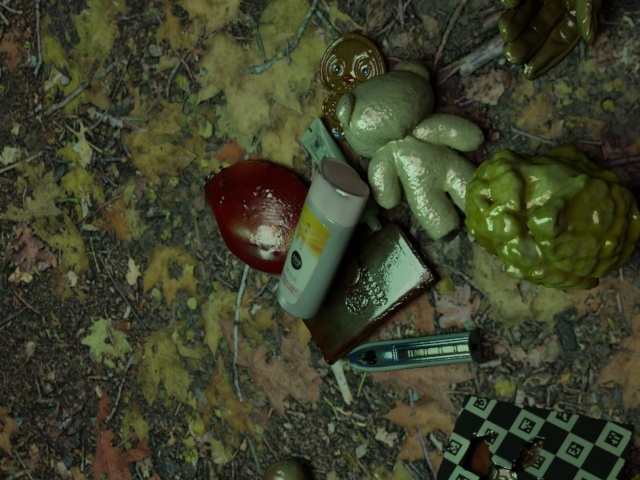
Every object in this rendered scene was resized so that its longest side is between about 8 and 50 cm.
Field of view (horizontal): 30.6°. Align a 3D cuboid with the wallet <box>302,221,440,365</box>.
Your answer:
[{"bbox_3d":[0.068,0.083,1.928,0.255,0.031,0.137,-42,71,26],"label":"wallet"}]

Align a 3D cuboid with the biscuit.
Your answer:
[{"bbox_3d":[0.052,-0.248,1.896,0.124,0.026,0.175,7,100,31],"label":"biscuit"}]

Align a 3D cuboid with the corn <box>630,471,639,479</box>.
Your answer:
[{"bbox_3d":[0.494,0.361,1.670,0.102,0.102,0.313,46,117,18],"label":"corn"}]

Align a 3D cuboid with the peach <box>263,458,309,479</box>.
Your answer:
[{"bbox_3d":[-0.059,0.419,2.025,0.083,0.083,0.083,5,99,31],"label":"peach"}]

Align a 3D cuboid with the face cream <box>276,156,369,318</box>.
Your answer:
[{"bbox_3d":[0.000,0.000,1.869,0.107,0.073,0.269,48,134,31],"label":"face cream"}]

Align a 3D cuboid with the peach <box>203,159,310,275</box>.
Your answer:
[{"bbox_3d":[-0.112,-0.043,2.002,0.279,0.068,0.189,26,108,26],"label":"peach"}]

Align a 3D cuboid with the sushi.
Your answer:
[{"bbox_3d":[0.322,0.351,1.779,0.279,0.043,0.193,7,62,30],"label":"sushi"}]

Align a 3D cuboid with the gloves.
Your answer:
[{"bbox_3d":[0.341,-0.384,1.638,0.154,0.141,0.331,19,97,1],"label":"gloves"}]

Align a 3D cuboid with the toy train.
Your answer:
[{"bbox_3d":[0.138,0.185,1.892,0.251,0.048,0.055,-11,89,32],"label":"toy train"}]

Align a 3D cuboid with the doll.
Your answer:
[{"bbox_3d":[0.148,-0.130,1.815,0.278,0.175,0.149,56,158,3],"label":"doll"}]

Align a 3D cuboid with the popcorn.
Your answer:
[{"bbox_3d":[0.321,-0.036,1.635,0.256,0.255,0.195,12,105,23],"label":"popcorn"}]

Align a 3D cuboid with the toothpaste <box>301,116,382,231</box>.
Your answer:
[{"bbox_3d":[0.037,-0.104,1.915,0.218,0.041,0.064,57,136,20],"label":"toothpaste"}]
